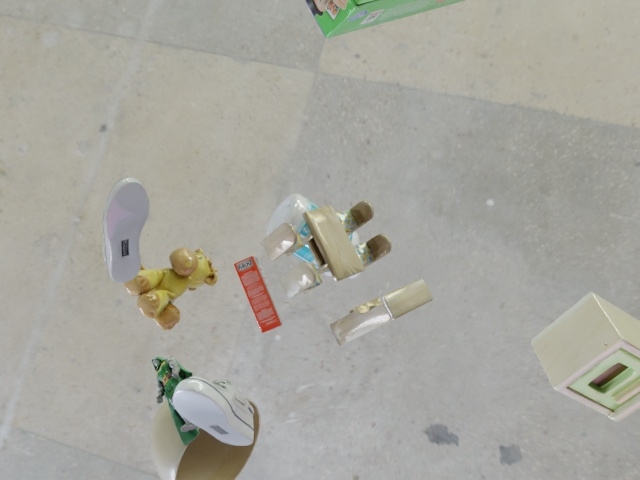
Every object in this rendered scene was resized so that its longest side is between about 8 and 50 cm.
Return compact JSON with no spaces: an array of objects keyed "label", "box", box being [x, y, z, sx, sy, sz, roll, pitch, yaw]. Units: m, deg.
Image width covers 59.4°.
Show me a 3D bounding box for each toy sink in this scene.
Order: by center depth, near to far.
[{"label":"toy sink","box":[0.543,0.229,1.037,0.234,0.131,0.153,28,119,-23]}]

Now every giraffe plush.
[{"label":"giraffe plush","box":[-0.327,0.089,1.280,0.170,0.210,0.181,-36,73,-4]}]

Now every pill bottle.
[{"label":"pill bottle","box":[0.000,0.000,1.483,0.264,0.146,0.146,33,83,-23]}]

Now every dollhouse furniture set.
[{"label":"dollhouse furniture set","box":[0.059,0.040,1.000,0.212,0.161,0.242,-18,77,-42]}]

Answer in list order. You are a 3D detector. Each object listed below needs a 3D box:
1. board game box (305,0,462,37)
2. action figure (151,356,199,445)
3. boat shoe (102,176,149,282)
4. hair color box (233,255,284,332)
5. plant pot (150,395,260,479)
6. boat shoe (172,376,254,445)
[{"label":"board game box","box":[0.075,-0.316,0.505,0.317,0.046,0.213,-29,92,-36]},{"label":"action figure","box":[-0.335,0.340,1.294,0.232,0.063,0.137,36,95,45]},{"label":"boat shoe","box":[-0.165,-0.013,0.464,0.035,0.100,0.035,-16,45,-35]},{"label":"hair color box","box":[-0.116,0.102,1.074,0.043,0.072,0.141,-23,85,-1]},{"label":"plant pot","box":[-0.318,0.492,1.427,0.191,0.284,0.284,22,81,33]},{"label":"boat shoe","box":[-0.191,0.299,1.037,0.095,0.258,0.084,-3,52,12]}]
